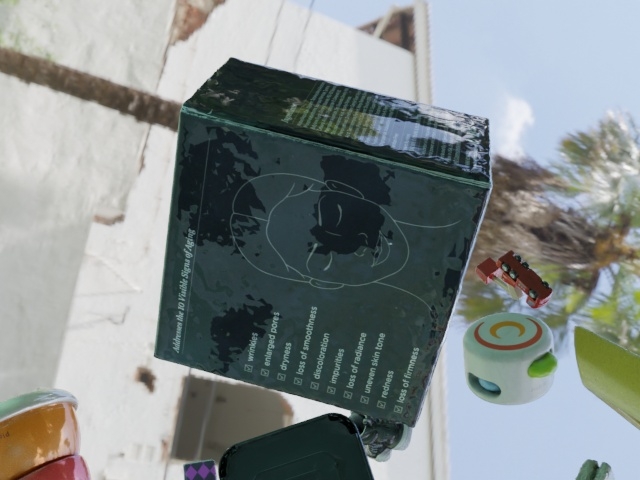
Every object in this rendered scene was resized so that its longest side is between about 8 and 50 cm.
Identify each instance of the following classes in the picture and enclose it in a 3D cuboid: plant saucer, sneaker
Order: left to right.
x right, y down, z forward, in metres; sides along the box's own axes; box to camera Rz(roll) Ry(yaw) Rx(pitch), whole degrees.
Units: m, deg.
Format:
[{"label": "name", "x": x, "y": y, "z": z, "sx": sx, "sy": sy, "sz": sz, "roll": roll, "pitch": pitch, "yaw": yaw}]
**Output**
[{"label": "sneaker", "x": 0.128, "y": 0.498, "z": 2.202, "sx": 0.268, "sy": 0.153, "sz": 0.101, "roll": 126, "pitch": -22, "yaw": -61}, {"label": "plant saucer", "x": 0.560, "y": 0.289, "z": 1.308, "sx": 0.081, "sy": 0.332, "sz": 0.333, "roll": -53, "pitch": -163, "yaw": 1}]

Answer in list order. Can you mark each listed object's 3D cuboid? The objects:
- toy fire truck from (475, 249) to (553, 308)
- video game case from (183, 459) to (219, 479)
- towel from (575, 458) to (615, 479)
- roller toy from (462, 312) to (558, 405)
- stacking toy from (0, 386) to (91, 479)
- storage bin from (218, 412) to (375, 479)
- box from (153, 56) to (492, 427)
[{"label": "toy fire truck", "x": 0.441, "y": 0.094, "z": 1.946, "sx": 0.192, "sy": 0.047, "sz": 0.135, "roll": 48, "pitch": -20, "yaw": 27}, {"label": "video game case", "x": -0.118, "y": 0.395, "z": 0.943, "sx": 0.210, "sy": 0.041, "sz": 0.232, "roll": 92, "pitch": -10, "yaw": -51}, {"label": "towel", "x": 0.359, "y": 0.465, "z": 1.203, "sx": 0.049, "sy": 0.187, "sz": 0.282, "roll": 9, "pitch": -131, "yaw": 40}, {"label": "roller toy", "x": 0.406, "y": 0.258, "z": 1.838, "sx": 0.209, "sy": 0.191, "sz": 0.146, "roll": -79, "pitch": 162, "yaw": -64}, {"label": "stacking toy", "x": -0.553, "y": 0.565, "z": 1.660, "sx": 0.350, "sy": 0.350, "sz": 0.480, "roll": -46, "pitch": -110, "yaw": 42}, {"label": "storage bin", "x": -0.002, "y": 0.250, "z": 0.712, "sx": 0.084, "sy": 0.122, "sz": 0.180, "roll": 75, "pitch": -3, "yaw": -66}, {"label": "box", "x": 0.000, "y": 0.000, "z": 1.450, "sx": 0.297, "sy": 0.471, "sz": 0.480, "roll": -72, "pitch": 175, "yaw": -60}]
